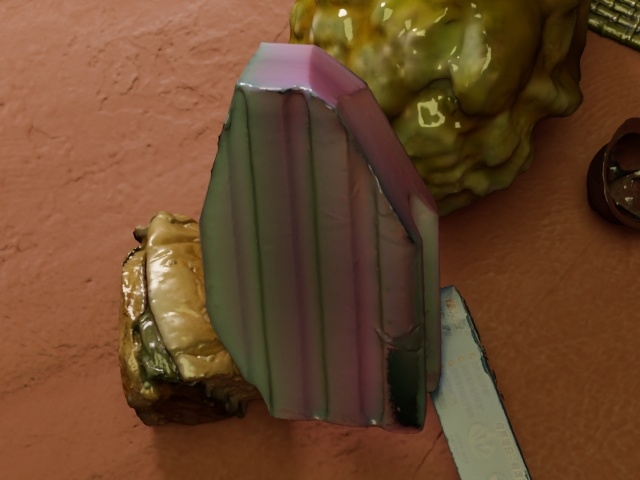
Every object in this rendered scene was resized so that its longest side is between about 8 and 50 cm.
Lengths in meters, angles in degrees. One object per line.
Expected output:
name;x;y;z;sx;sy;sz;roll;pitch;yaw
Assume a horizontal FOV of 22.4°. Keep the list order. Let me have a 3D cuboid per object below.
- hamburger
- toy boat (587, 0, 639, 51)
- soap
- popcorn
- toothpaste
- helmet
hamburger;-0.117;0.057;1.494;0.135;0.155;0.207;-5;66;0
toy boat;0.291;-0.236;1.625;0.115;0.016;0.063;25;76;12
soap;0.000;0.000;1.379;0.193;0.323;0.109;4;30;15
popcorn;0.111;-0.196;1.486;0.279;0.274;0.335;14;64;-19
toothpaste;0.145;0.176;1.481;0.066;0.053;0.272;-21;71;2
helmet;0.287;-0.058;1.545;0.089;0.057;0.111;29;66;-23
